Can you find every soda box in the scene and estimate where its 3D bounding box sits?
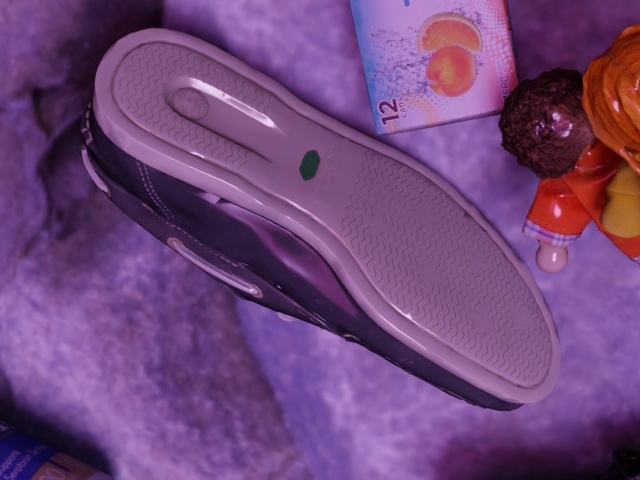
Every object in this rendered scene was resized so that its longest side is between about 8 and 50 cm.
[{"bbox_3d":[0.037,-0.138,0.503,0.063,0.058,0.183,-10,98,11],"label":"soda box"}]

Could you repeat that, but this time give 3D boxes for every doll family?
[{"bbox_3d":[0.179,-0.069,0.429,0.163,0.118,0.263,34,104,-31],"label":"doll family"}]

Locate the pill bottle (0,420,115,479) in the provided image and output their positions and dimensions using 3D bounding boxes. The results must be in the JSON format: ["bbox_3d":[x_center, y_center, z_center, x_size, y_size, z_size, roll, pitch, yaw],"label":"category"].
[{"bbox_3d":[-0.197,0.119,0.559,0.187,0.112,0.112,26,103,3],"label":"pill bottle"}]

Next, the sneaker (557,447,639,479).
[{"bbox_3d":[0.167,0.094,0.512,0.228,0.087,0.130,3,99,6],"label":"sneaker"}]

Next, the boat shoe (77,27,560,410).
[{"bbox_3d":[0.000,0.000,0.537,0.233,0.084,0.079,33,142,-5],"label":"boat shoe"}]
